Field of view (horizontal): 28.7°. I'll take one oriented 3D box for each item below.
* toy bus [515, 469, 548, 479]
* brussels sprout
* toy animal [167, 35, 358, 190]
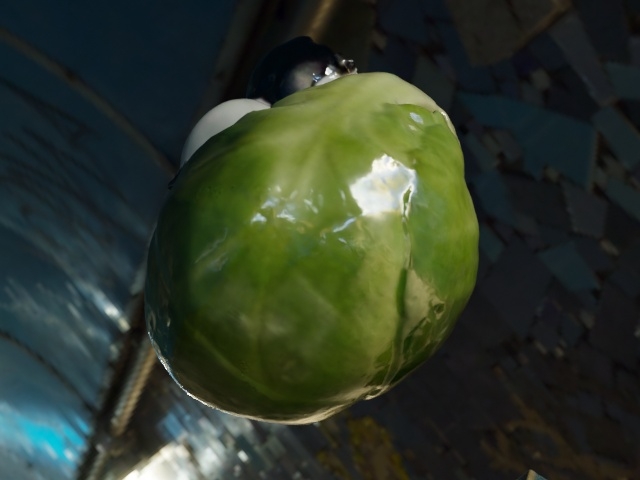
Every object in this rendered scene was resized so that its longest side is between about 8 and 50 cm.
[{"bbox_3d":[0.311,0.400,1.430,0.167,0.275,0.138,-61,-10,10],"label":"toy bus"},{"bbox_3d":[0.005,0.001,1.158,0.354,0.281,0.289,-57,-6,-34],"label":"brussels sprout"},{"bbox_3d":[-0.047,-0.097,1.402,0.235,0.187,0.165,-48,37,-19],"label":"toy animal"}]
